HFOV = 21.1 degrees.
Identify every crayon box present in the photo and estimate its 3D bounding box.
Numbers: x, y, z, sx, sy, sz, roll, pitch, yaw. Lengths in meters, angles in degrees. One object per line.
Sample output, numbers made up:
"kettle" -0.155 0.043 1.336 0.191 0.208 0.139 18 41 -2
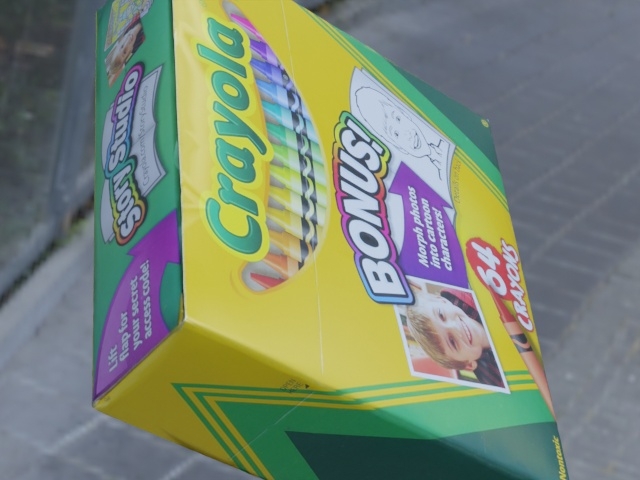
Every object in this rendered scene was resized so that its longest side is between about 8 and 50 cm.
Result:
"crayon box" 0.000 0.000 1.159 0.313 0.106 0.363 28 37 -32
